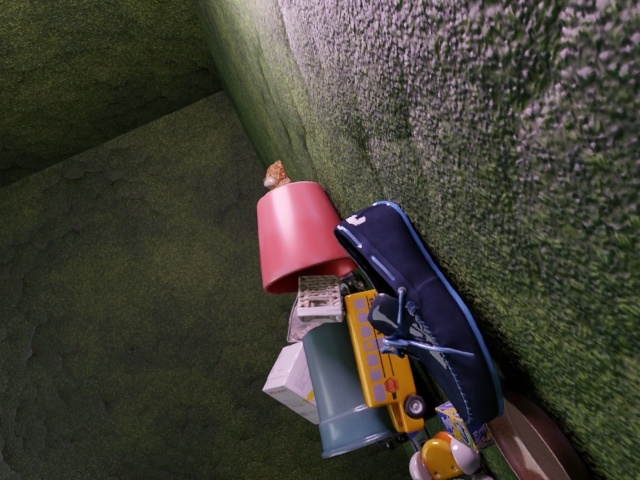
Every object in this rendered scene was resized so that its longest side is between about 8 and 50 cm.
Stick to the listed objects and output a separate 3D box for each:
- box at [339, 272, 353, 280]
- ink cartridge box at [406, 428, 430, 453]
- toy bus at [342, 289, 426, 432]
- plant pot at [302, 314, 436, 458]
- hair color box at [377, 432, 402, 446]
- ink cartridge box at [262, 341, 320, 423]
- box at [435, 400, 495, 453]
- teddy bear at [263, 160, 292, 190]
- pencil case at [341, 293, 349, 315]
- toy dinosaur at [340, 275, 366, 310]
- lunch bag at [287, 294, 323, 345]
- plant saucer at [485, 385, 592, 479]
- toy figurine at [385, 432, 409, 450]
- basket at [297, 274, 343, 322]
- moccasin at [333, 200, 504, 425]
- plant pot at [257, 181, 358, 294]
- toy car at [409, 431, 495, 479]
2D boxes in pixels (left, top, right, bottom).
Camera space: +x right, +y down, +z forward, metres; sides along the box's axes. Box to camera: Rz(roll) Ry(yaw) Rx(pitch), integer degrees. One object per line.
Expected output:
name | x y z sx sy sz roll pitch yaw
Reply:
box | 0.000 0.000 1.493 0.308 0.076 0.242 63 174 -1
ink cartridge box | 0.376 0.759 1.586 0.333 0.065 0.165 66 174 -14
toy bus | 0.153 0.289 1.020 0.108 0.130 0.333 89 169 -77
plant pot | 0.113 0.405 1.232 0.341 0.341 0.334 78 173 -67
hair color box | 0.199 0.518 1.482 0.339 0.185 0.110 59 173 40
ink cartridge box | -0.037 0.478 1.400 0.232 0.168 0.171 37 143 -13
box | 0.257 0.316 0.730 0.169 0.059 0.054 86 159 -74
teddy bear | -0.161 -0.191 1.909 0.338 0.113 0.245 65 172 -11
pencil case | 0.118 0.340 1.754 0.273 0.113 0.124 64 177 3
toy dinosaur | 0.069 0.177 1.358 0.118 0.268 0.064 47 -135 -21
lunch bag | -0.011 0.272 1.568 0.235 0.168 0.287 74 -158 -63
plant saucer | 0.269 0.262 0.518 0.199 0.036 0.198 63 175 10
toy figurine | 0.310 0.791 1.857 0.209 0.148 0.213 54 169 56
basket | 0.001 0.153 1.076 0.167 0.113 0.103 81 -173 -74
moccasin | 0.117 0.098 0.588 0.138 0.116 0.342 83 165 -49
plant pot | -0.051 -0.009 1.144 0.275 0.274 0.243 83 169 -72
toy car | 0.301 0.514 0.919 0.136 0.159 0.182 -1 -122 -58
